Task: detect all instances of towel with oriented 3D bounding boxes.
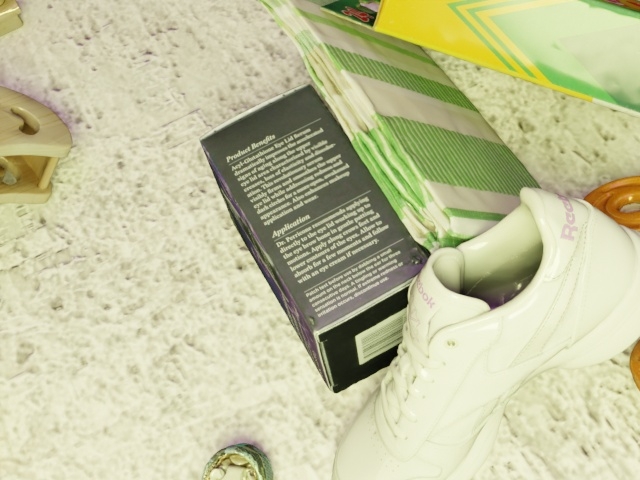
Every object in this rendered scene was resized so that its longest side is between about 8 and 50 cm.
[{"bbox_3d":[0.082,-0.113,0.693,0.038,0.248,0.324,-49,59,28],"label":"towel"}]

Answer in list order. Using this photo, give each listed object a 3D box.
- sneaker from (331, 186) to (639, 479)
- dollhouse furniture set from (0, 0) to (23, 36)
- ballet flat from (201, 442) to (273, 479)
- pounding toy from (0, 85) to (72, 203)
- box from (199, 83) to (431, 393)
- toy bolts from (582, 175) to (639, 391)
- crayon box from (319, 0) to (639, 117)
[{"bbox_3d":[0.091,0.080,0.563,0.305,0.152,0.114,-49,33,21],"label":"sneaker"},{"bbox_3d":[-0.517,-0.352,0.883,0.356,0.173,0.303,-28,63,-10],"label":"dollhouse furniture set"},{"bbox_3d":[-0.080,0.245,0.587,0.070,0.070,0.188,3,63,7],"label":"ballet flat"},{"bbox_3d":[-0.346,-0.060,0.741,0.154,0.154,0.269,29,30,-9],"label":"pounding toy"},{"bbox_3d":[0.000,0.000,0.659,0.108,0.153,0.207,-29,62,-9],"label":"box"},{"bbox_3d":[0.341,0.041,0.636,0.229,0.158,0.218,-21,28,3],"label":"toy bolts"},{"bbox_3d":[0.180,-0.208,0.716,0.319,0.081,0.202,20,26,9],"label":"crayon box"}]
